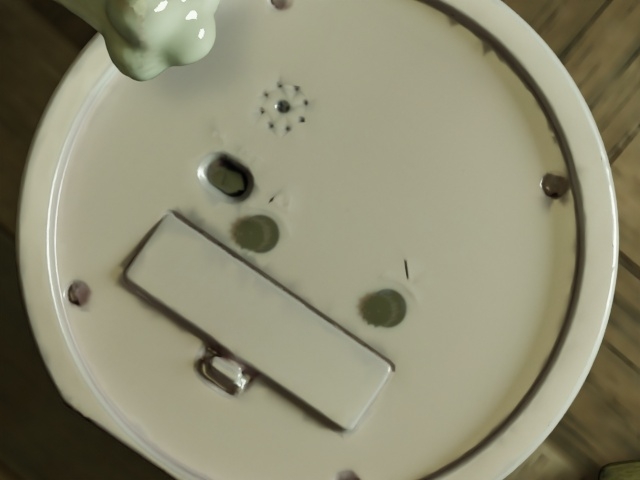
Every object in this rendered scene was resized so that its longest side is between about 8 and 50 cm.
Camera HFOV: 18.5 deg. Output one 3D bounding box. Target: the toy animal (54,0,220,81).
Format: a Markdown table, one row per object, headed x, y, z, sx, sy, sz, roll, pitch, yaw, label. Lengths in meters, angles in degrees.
| x | y | z | sx | sy | sz | roll | pitch | yaw | label |
| --- | --- | --- | --- | --- | --- | --- | --- | --- | --- |
| -0.155 | -0.139 | 0.649 | 0.140 | 0.138 | 0.282 | -41 | 91 | 7 | toy animal |

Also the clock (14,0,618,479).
| x | y | z | sx | sy | sz | roll | pitch | yaw | label |
| --- | --- | --- | --- | --- | --- | --- | --- | --- | --- |
| 0.000 | 0.000 | 0.667 | 0.196 | 0.068 | 0.197 | 0 | 89 | 4 | clock |

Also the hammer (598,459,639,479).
| x | y | z | sx | sy | sz | roll | pitch | yaw | label |
| --- | --- | --- | --- | --- | --- | --- | --- | --- | --- |
| 0.278 | 0.081 | 0.666 | 0.365 | 0.043 | 0.111 | -5 | 90 | 6 | hammer |
